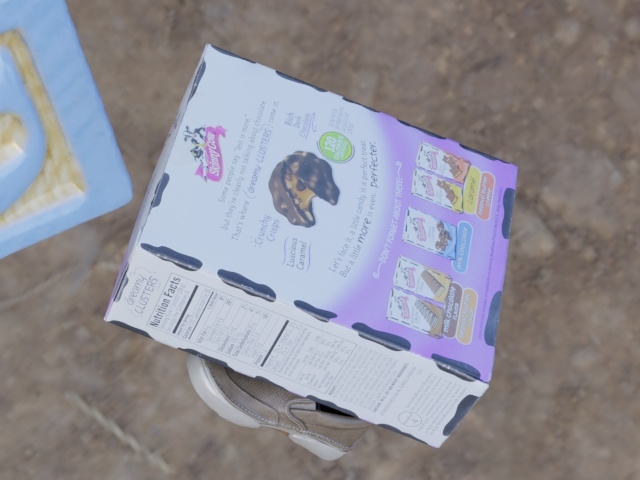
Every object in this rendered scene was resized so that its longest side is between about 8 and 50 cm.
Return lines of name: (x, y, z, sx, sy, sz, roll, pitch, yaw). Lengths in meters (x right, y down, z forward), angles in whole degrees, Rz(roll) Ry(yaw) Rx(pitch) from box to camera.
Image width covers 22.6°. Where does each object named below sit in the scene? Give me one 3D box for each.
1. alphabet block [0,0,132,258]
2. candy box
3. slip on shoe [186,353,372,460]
alphabet block: (-0.259, -0.111, 1.050, 0.192, 0.193, 0.197, -23, 45, -11)
candy box: (0.000, 0.000, 0.879, 0.196, 0.070, 0.165, 22, 46, -7)
slip on shoe: (-0.019, 0.086, 0.911, 0.135, 0.041, 0.051, 34, 32, -38)
